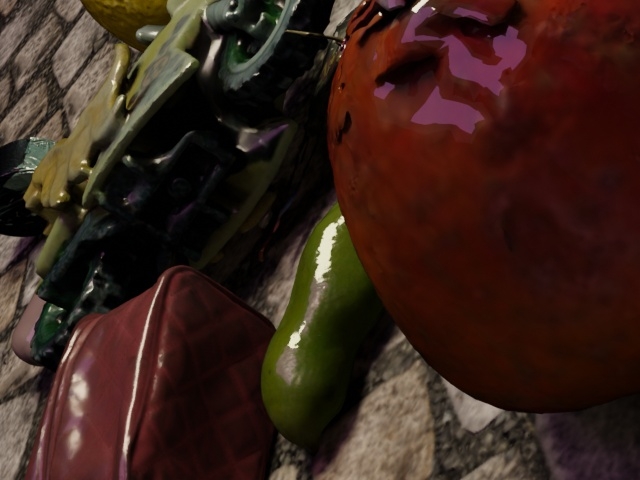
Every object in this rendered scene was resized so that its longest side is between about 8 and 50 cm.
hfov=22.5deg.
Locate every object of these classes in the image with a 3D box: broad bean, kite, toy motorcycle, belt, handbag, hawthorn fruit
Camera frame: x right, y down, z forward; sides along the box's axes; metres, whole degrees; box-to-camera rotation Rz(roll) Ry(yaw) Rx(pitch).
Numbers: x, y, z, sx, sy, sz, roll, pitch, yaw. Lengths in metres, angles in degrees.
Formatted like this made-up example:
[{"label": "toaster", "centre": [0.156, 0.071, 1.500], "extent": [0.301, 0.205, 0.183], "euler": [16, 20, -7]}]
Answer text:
[{"label": "broad bean", "centre": [0.011, 0.000, 1.169], "extent": [0.056, 0.098, 0.318], "euler": [78, -165, -70]}, {"label": "kite", "centre": [-0.006, -0.093, 1.337], "extent": [0.141, 0.015, 0.245], "euler": [163, 128, -75]}, {"label": "toy motorcycle", "centre": [-0.125, -0.079, 1.359], "extent": [0.410, 0.168, 0.237], "euler": [-53, 19, 15]}, {"label": "belt", "centre": [-0.314, -0.054, 1.726], "extent": [0.140, 0.105, 0.058], "euler": [-28, 43, 33]}, {"label": "handbag", "centre": [-0.121, 0.141, 1.181], "extent": [0.135, 0.146, 0.225], "euler": [-26, 43, 40]}, {"label": "hawthorn fruit", "centre": [0.115, -0.071, 0.870], "extent": [0.276, 0.307, 0.276], "euler": [-37, 22, 18]}]

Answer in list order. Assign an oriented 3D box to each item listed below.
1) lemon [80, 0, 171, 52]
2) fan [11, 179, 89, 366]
[{"label": "lemon", "centre": [-0.110, -0.286, 1.510], "extent": [0.219, 0.240, 0.240], "euler": [15, 74, 50]}, {"label": "fan", "centre": [-0.225, 0.010, 1.554], "extent": [0.130, 0.074, 0.244], "euler": [14, 74, 60]}]
